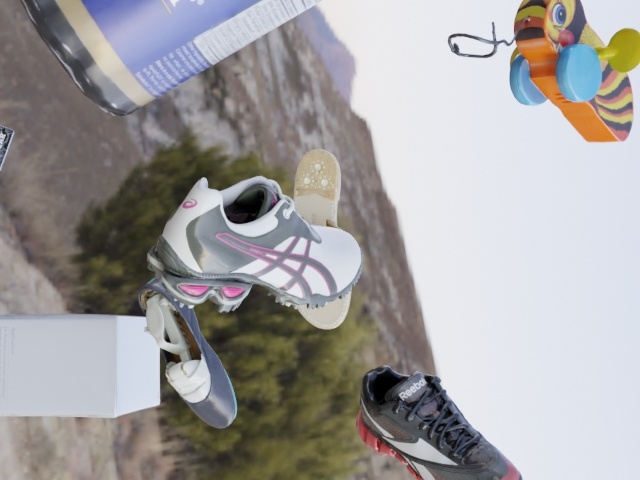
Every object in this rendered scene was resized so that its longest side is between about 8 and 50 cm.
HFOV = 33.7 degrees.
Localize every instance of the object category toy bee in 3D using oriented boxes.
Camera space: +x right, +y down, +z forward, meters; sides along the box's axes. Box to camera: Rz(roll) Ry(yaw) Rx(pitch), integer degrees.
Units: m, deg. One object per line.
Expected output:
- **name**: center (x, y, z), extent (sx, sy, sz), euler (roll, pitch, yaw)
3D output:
- **toy bee**: center (0.304, -0.246, 1.296), extent (0.298, 0.195, 0.162), euler (35, 70, -57)

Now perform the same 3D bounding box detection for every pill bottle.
- **pill bottle**: center (-0.051, -0.171, 0.576), extent (0.123, 0.219, 0.123), euler (59, 4, -7)

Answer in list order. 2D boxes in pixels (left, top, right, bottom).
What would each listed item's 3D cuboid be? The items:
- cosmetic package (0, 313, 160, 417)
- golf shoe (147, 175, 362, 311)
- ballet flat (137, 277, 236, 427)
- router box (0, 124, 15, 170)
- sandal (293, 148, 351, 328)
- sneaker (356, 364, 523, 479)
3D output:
- **cosmetic package**: center (-0.357, 0.172, 1.472), extent (0.224, 0.224, 0.138), euler (43, 48, -83)
- **golf shoe**: center (-0.042, 0.001, 1.075), extent (0.105, 0.273, 0.120), euler (41, -62, 34)
- **ballet flat**: center (-0.168, 0.136, 1.274), extent (0.074, 0.074, 0.203), euler (91, -24, -77)
- **router box**: center (-0.523, -0.094, 1.484), extent (0.046, 0.133, 0.179), euler (-163, -88, -76)
- **sandal**: center (-0.007, 0.000, 1.375), extent (0.079, 0.088, 0.240), euler (-16, 105, -84)
- **sneaker**: center (0.144, 0.247, 1.363), extent (0.276, 0.097, 0.135), euler (28, -42, 44)
